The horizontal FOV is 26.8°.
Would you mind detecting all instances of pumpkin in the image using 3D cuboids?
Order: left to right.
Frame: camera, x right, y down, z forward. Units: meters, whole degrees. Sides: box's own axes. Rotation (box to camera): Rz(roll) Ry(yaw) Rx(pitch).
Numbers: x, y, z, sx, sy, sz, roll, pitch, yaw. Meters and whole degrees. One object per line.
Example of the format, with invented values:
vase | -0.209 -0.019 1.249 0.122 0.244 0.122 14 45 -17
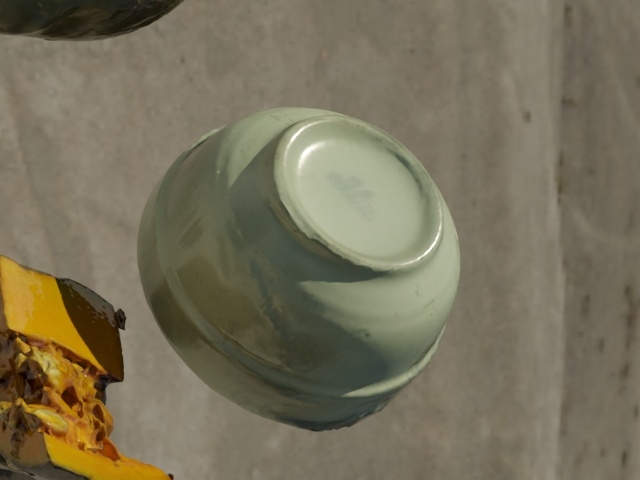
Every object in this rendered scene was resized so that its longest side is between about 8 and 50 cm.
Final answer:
pumpkin | -0.216 0.110 1.087 0.139 0.280 0.190 30 67 -38

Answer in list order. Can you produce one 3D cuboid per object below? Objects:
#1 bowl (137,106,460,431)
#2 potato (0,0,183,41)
bowl | 0.000 0.000 1.224 0.163 0.307 0.307 -50 -169 47
potato | -0.157 -0.214 0.849 0.235 0.160 0.178 -35 99 -37
